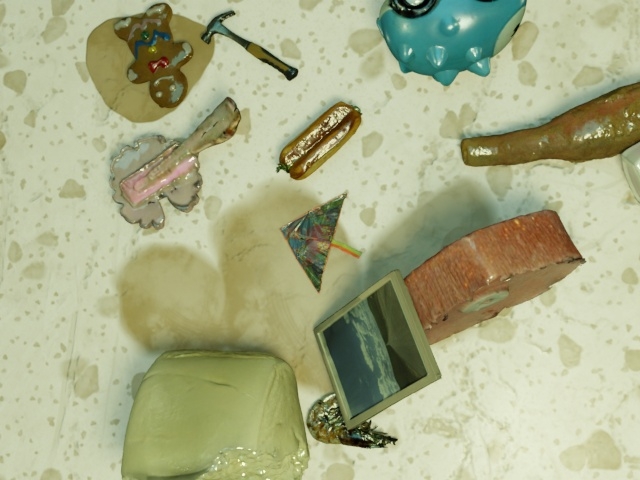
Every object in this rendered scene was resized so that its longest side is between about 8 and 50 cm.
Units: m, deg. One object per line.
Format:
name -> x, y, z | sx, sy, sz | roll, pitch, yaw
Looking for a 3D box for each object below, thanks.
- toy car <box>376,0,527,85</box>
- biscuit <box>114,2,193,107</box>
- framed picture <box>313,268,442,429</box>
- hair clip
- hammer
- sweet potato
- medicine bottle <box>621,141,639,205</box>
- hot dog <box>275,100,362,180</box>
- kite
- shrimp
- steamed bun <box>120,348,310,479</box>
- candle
toy car -> 0.228, -0.362, 1.430 | 0.255, 0.188, 0.190 | -12, 89, 6
biscuit -> -0.311, -0.349, 1.603 | 0.138, 0.031, 0.205 | -20, 81, 7
framed picture -> 0.087, 0.181, 1.371 | 0.260, 0.023, 0.189 | -42, 61, 47
hair clip -> -0.255, -0.150, 1.546 | 0.300, 0.069, 0.173 | -36, 77, 15
hammer -> -0.125, -0.362, 1.574 | 0.201, 0.021, 0.078 | 33, 90, 12
sweet potato -> 0.430, -0.180, 1.414 | 0.385, 0.109, 0.109 | -17, 80, 11
medicine bottle -> 0.608, -0.146, 1.372 | 0.219, 0.078, 0.115 | -30, 121, 6
hot dog -> -0.001, -0.175, 1.512 | 0.188, 0.055, 0.072 | -40, 75, 3
kite -> 0.000, 0.000, 1.513 | 0.159, 0.010, 0.190 | 14, 86, 11
shrimp -> 0.056, 0.314, 1.452 | 0.161, 0.034, 0.091 | 10, 84, 12
steamed bun -> -0.176, 0.309, 1.378 | 0.290, 0.272, 0.273 | -6, 81, 6
candle -> 0.246, 0.049, 1.330 | 0.317, 0.287, 0.131 | -29, 74, 8
